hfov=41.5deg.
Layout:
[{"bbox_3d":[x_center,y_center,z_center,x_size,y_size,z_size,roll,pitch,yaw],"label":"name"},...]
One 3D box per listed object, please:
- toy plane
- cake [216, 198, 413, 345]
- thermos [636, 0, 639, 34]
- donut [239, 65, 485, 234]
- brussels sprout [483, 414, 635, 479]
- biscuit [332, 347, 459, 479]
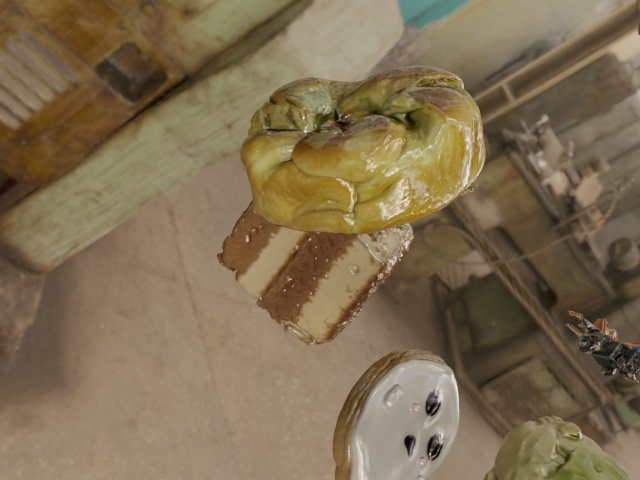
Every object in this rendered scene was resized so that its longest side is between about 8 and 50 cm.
[{"bbox_3d":[0.391,0.149,1.107,0.135,0.062,0.188,47,0,-14],"label":"toy plane"},{"bbox_3d":[0.000,0.000,1.593,0.290,0.282,0.256,38,28,4],"label":"cake"},{"bbox_3d":[0.355,-0.268,0.776,0.105,0.137,0.193,41,49,-1],"label":"thermos"},{"bbox_3d":[0.053,-0.139,1.205,0.360,0.361,0.170,-75,155,-62],"label":"donut"},{"bbox_3d":[0.348,0.431,1.267,0.243,0.273,0.316,8,25,-21],"label":"brussels sprout"},{"bbox_3d":[0.098,0.220,0.980,0.208,0.049,0.180,-33,120,-35],"label":"biscuit"}]
